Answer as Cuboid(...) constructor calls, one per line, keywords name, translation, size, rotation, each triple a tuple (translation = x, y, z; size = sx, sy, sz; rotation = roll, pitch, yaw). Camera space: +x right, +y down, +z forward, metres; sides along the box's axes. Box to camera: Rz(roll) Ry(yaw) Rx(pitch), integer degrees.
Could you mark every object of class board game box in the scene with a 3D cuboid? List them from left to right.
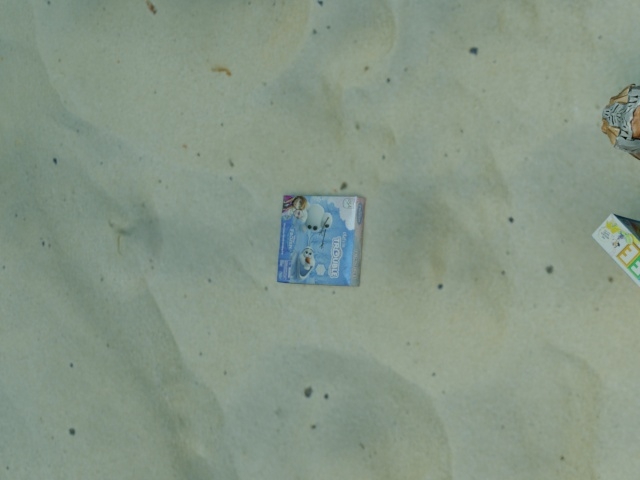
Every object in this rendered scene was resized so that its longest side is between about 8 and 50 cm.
Cuboid(name="board game box", translation=(0.000, 0.000, 1.525), size=(0.090, 0.020, 0.090), rotation=(1, 86, 32))
Cuboid(name="board game box", translation=(0.295, 0.029, 1.247), size=(0.026, 0.154, 0.103), rotation=(-50, 61, 19))

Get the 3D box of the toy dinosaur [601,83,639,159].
Cuboid(name="toy dinosaur", translation=(0.382, -0.049, 1.160), size=(0.322, 0.218, 0.164), rotation=(41, 106, 30))
